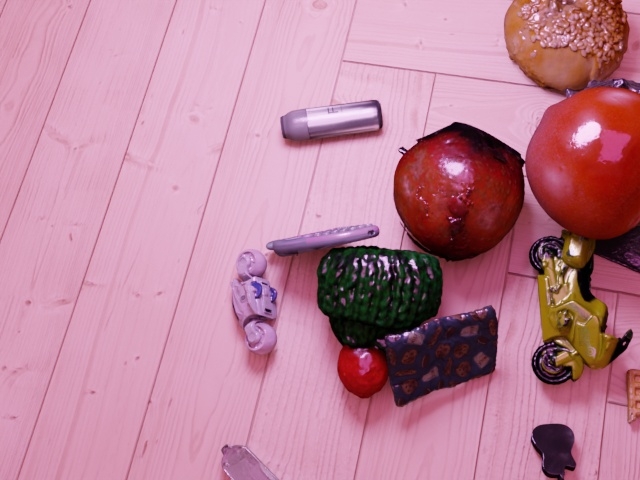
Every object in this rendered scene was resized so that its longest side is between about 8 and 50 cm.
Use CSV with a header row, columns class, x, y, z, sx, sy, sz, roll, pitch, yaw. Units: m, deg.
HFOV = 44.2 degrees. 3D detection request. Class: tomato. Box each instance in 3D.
class,x,y,z,sx,sy,sz,roll,pitch,yaw
tomato,0.589,-0.166,1.659,0.321,0.321,0.321,-2,70,6

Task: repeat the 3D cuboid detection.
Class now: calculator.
class,x,y,z,sx,sy,sz,roll,pitch,yaw
calculator,0.000,0.000,1.792,0.299,0.185,0.041,-9,93,41

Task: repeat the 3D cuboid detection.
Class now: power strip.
class,x,y,z,sx,sy,sz,roll,pitch,yaw
power strip,-0.111,0.547,1.688,0.286,0.048,0.080,42,77,18

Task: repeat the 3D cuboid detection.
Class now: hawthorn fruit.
class,x,y,z,sx,sy,sz,roll,pitch,yaw
hawthorn fruit,0.313,-0.113,1.758,0.316,0.316,0.316,-2,70,6

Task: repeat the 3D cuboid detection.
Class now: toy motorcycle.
class,x,y,z,sx,sy,sz,roll,pitch,yaw
toy motorcycle,0.561,0.141,1.709,0.206,0.142,0.342,1,72,6
toy motorcycle,-0.160,0.144,1.826,0.112,0.112,0.254,-10,68,3

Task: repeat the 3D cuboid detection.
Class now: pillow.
class,x,y,z,sx,sy,sz,roll,pitch,yaw
pillow,0.262,0.244,1.675,0.255,0.189,0.034,-16,29,-11

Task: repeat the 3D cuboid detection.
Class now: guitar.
class,x,y,z,sx,sy,sz,roll,pitch,yaw
guitar,0.493,0.485,1.614,0.088,0.025,0.233,-4,50,4

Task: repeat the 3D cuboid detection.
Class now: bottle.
class,x,y,z,sx,sy,sz,roll,pitch,yaw
bottle,0.027,-0.302,1.970,0.253,0.079,0.096,-8,31,3

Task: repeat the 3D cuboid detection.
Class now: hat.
class,x,y,z,sx,sy,sz,roll,pitch,yaw
hat,0.124,0.178,1.731,0.274,0.242,0.332,8,94,33

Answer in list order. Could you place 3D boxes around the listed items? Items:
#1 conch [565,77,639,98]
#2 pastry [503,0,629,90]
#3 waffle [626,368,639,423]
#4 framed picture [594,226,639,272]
class,x,y,z,sx,sy,sz,roll,pitch,yaw
conch,0.687,-0.263,1.840,0.313,0.186,0.241,9,87,-2
pastry,0.602,-0.521,1.922,0.284,0.184,0.316,-37,71,-6
waffle,0.751,0.336,1.671,0.191,0.032,0.125,3,69,9
framed picture,0.801,-0.062,1.823,0.244,0.013,0.324,25,74,14
